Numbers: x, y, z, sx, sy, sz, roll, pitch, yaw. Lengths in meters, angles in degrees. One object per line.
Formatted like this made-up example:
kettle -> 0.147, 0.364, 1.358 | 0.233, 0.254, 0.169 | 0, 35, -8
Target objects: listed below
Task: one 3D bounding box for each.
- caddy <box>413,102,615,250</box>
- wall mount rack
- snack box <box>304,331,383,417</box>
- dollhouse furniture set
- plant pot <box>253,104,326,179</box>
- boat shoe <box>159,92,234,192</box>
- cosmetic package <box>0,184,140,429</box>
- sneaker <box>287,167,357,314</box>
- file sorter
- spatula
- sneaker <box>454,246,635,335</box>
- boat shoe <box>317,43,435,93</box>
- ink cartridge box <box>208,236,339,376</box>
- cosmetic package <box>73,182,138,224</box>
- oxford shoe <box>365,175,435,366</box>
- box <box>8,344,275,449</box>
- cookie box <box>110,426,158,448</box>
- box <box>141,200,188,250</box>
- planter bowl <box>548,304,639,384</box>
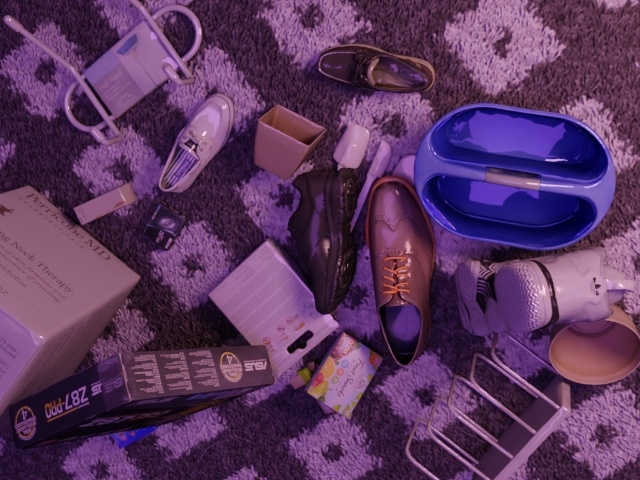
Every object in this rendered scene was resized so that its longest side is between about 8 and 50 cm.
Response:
caddy -> 0.337, -0.116, 1.458 | 0.341, 0.179, 0.241 | 10, 105, 11
wall mount rack -> -0.417, -0.368, 1.594 | 0.350, 0.130, 0.304 | -34, 94, 18
snack box -> 0.047, 0.268, 1.652 | 0.100, 0.037, 0.141 | 34, 77, -8
dollhouse furniture set -> -0.019, 0.290, 1.701 | 0.059, 0.076, 0.151 | -33, 93, 31
plant pot -> -0.068, -0.180, 1.578 | 0.109, 0.109, 0.096 | 27, 120, 5
boat shoe -> -0.243, -0.184, 1.628 | 0.083, 0.076, 0.226 | 31, 108, 4
cosmetic package -> -0.640, 0.140, 1.632 | 0.329, 0.393, 0.327 | 39, 109, 1
sneaker -> 0.000, 0.000, 1.601 | 0.130, 0.109, 0.286 | 5, 96, 21
file sorter -> 0.317, 0.332, 1.570 | 0.173, 0.193, 0.277 | 38, 109, 5
spatula -> 0.080, -0.088, 1.611 | 0.168, 0.019, 0.242 | 26, 111, 4
sneaker -> 0.378, 0.091, 1.446 | 0.210, 0.366, 0.137 | -6, 88, -11
boat shoe -> 0.098, -0.314, 1.517 | 0.224, 0.073, 0.080 | 12, 106, 10
ink cartridge box -> -0.092, 0.134, 1.680 | 0.181, 0.056, 0.224 | -42, 90, 18
cosmetic package -> -0.443, -0.076, 1.710 | 0.115, 0.060, 0.041 | -21, 99, 18
oxford shoe -> 0.155, 0.061, 1.561 | 0.130, 0.133, 0.363 | -7, 104, 10
box -> -0.328, 0.290, 1.574 | 0.318, 0.395, 0.097 | -27, 71, 29
cookie box -> -0.420, 0.397, 1.832 | 0.107, 0.040, 0.092 | -30, 95, 18
box -> -0.323, -0.030, 1.714 | 0.067, 0.018, 0.083 | 35, 108, 3
planter bowl -> 0.498, 0.169, 1.515 | 0.162, 0.109, 0.162 | 5, 126, 7
